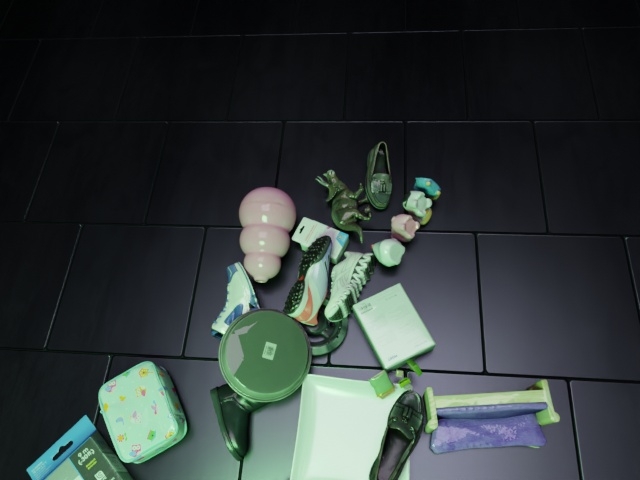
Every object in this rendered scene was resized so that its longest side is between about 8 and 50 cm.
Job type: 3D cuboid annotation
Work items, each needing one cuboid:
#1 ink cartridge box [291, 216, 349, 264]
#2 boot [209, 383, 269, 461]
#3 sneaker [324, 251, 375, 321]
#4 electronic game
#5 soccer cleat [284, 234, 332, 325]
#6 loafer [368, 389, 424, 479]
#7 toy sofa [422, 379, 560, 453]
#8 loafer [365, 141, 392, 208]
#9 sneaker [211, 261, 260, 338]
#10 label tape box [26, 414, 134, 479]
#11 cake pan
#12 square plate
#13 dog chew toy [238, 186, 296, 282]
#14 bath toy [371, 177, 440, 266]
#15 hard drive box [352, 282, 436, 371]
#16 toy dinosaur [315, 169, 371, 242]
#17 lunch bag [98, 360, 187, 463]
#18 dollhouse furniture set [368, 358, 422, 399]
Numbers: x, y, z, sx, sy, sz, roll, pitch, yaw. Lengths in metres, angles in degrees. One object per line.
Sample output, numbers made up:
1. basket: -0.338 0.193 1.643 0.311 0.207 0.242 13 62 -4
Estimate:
1. ink cartridge box: 0.000 0.000 1.804 0.181 0.061 0.104 24 70 15
2. boot: -0.214 0.525 1.559 0.207 0.094 0.246 -26 59 -3
3. sneaker: 0.081 0.151 1.699 0.118 0.110 0.292 17 52 24
4. electronic game: -0.022 0.276 1.683 0.229 0.048 0.229 1 60 -2
5. soccer cleat: -0.017 0.131 1.684 0.109 0.116 0.318 -16 45 47
6. loafer: 0.227 0.574 1.438 0.109 0.095 0.302 21 68 14
7. toy sofa: 0.489 0.518 1.463 0.363 0.150 0.177 -4 63 3
8. loafer: 0.221 -0.250 1.878 0.096 0.084 0.267 5 63 -12
9. sneaker: -0.293 0.238 1.685 0.182 0.127 0.315 -21 66 -7
10. label tape box: -0.739 0.730 1.511 0.334 0.106 0.240 40 74 21
11. cake pan: -0.167 0.348 1.557 0.293 0.054 0.293 5 68 -11
12. square plate: 0.099 0.599 1.520 0.347 0.049 0.344 4 66 8
13. dog chew toy: -0.193 -0.017 1.762 0.207 0.206 0.331 2 71 6
14. bath toy: 0.297 -0.059 1.770 0.129 0.151 0.348 12 63 54
15. hard drive box: 0.236 0.285 1.631 0.181 0.089 0.232 -24 64 -6
16. toy dinosaur: 0.100 -0.112 1.836 0.160 0.121 0.313 -17 68 11
17. lunch bag: -0.567 0.540 1.581 0.224 0.108 0.279 -31 64 -3
18. dollhouse furniture set: 0.230 0.423 1.514 0.152 0.058 0.076 -30 101 -8
